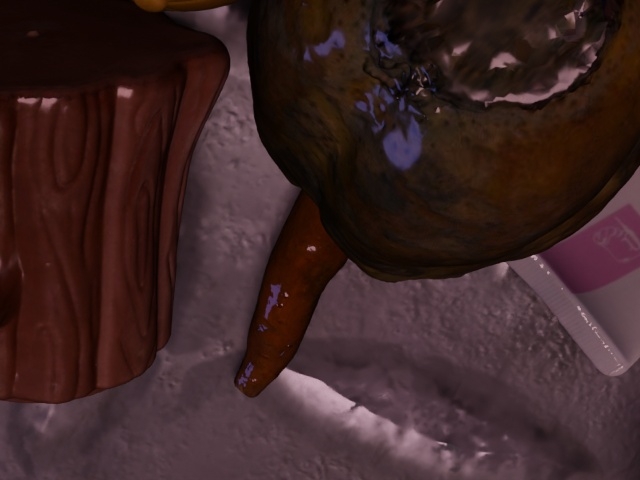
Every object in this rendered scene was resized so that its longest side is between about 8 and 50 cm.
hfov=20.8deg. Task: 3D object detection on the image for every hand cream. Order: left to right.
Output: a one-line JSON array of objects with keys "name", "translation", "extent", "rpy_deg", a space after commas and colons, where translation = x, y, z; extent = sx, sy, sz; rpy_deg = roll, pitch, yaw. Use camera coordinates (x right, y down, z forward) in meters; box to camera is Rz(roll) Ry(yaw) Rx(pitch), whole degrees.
[{"name": "hand cream", "translation": [0.278, -0.066, 1.150], "extent": [0.358, 0.118, 0.185], "rpy_deg": [-37, 108, 19]}]

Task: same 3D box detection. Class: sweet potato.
[{"name": "sweet potato", "translation": [-0.001, -0.001, 1.190], "extent": [0.057, 0.057, 0.264], "rpy_deg": [27, 111, -12]}]

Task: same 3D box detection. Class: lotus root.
[{"name": "lotus root", "translation": [0.082, -0.101, 0.970], "extent": [0.250, 0.346, 0.250], "rpy_deg": [0, 84, -1]}]

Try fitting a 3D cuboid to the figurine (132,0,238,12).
[{"name": "figurine", "translation": [-0.068, -0.261, 1.026], "extent": [0.192, 0.167, 0.257], "rpy_deg": [19, 108, 5]}]

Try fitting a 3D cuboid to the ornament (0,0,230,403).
[{"name": "ornament", "translation": [-0.178, -0.027, 1.091], "extent": [0.235, 0.221, 0.218], "rpy_deg": [5, 116, 4]}]
